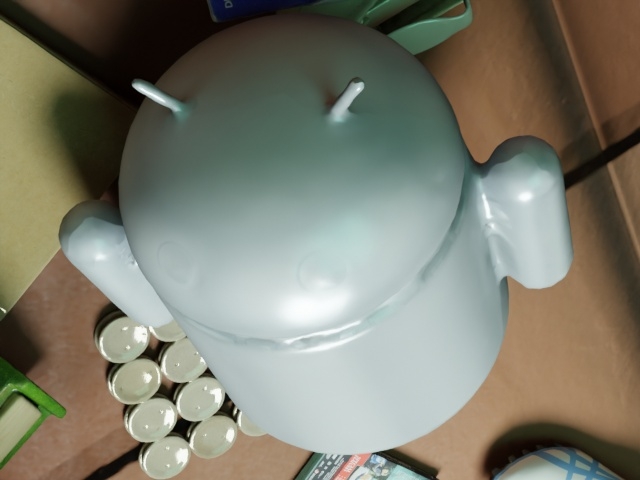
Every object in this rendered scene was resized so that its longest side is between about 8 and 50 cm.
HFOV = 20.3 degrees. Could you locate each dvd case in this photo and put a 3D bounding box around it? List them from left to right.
[{"bbox_3d":[0.027,0.198,1.361,0.119,0.013,0.087,28,102,-36],"label":"dvd case"}]

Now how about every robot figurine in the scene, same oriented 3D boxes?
[{"bbox_3d":[0.000,0.000,1.075,0.300,0.200,0.353,-10,150,9],"label":"robot figurine"}]

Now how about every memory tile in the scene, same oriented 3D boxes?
[{"bbox_3d":[-0.090,0.094,1.238,0.113,0.012,0.148,-25,127,-14],"label":"memory tile"}]

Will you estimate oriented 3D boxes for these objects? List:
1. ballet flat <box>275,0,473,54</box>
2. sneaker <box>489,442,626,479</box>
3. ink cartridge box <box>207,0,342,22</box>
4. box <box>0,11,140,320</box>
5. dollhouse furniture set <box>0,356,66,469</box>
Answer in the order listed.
[{"bbox_3d":[0.091,-0.174,1.133,0.248,0.086,0.086,-31,127,-7],"label":"ballet flat"},{"bbox_3d":[0.226,0.231,1.441,0.237,0.086,0.085,27,104,-35],"label":"sneaker"},{"bbox_3d":[0.095,-0.249,1.061,0.371,0.069,0.176,-14,92,-19],"label":"ink cartridge box"},{"bbox_3d":[-0.221,-0.058,1.074,0.201,0.021,0.164,35,98,-38],"label":"box"},{"bbox_3d":[-0.190,0.161,1.008,0.151,0.197,0.301,-48,164,-8],"label":"dollhouse furniture set"}]
